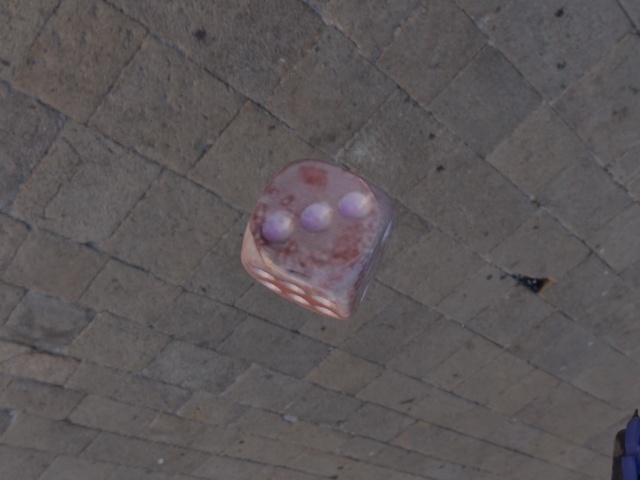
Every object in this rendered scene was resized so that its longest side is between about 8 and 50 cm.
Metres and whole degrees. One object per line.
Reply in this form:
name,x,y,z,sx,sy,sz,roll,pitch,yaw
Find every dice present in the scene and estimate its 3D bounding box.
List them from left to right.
dice,0.000,0.000,0.424,0.093,0.091,0.094,23,165,13

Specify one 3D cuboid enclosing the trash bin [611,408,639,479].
trash bin,0.347,0.202,0.403,0.162,0.184,0.234,34,142,-7
